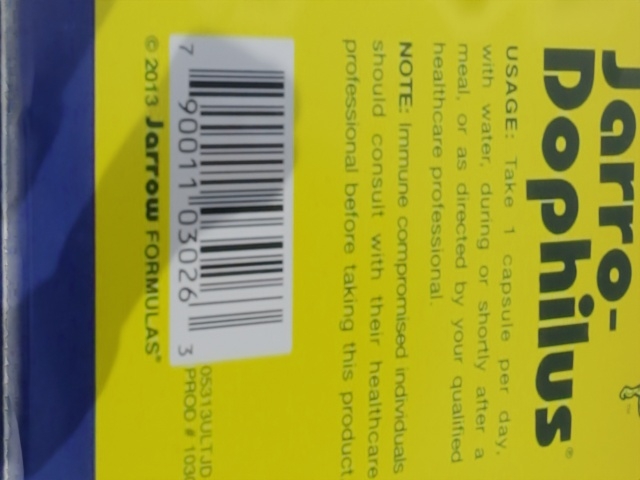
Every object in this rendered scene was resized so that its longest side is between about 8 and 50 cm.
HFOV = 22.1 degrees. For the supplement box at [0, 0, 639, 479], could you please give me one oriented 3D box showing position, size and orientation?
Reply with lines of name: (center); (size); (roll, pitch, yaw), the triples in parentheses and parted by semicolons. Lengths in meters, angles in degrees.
supplement box: (0.000, 0.000, 0.599); (0.356, 0.195, 0.194); (-4, -173, -38)
